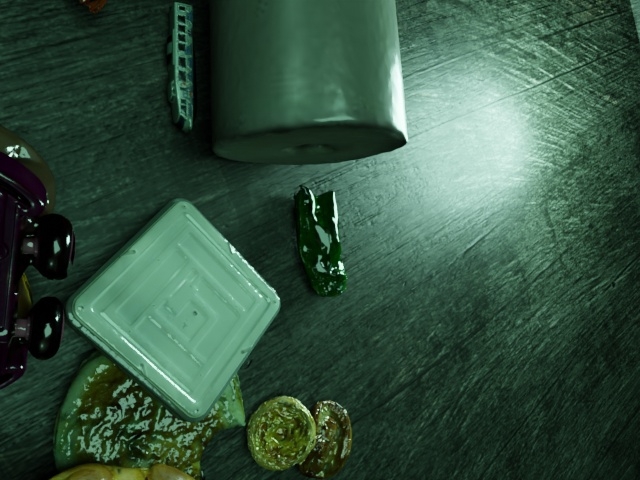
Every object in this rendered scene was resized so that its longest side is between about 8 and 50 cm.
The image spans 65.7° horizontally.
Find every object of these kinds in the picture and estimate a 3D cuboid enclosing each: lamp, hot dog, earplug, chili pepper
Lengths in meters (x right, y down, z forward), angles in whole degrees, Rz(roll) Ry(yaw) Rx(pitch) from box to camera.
[{"bbox_3d":[-0.214,0.104,0.786,0.269,0.047,0.266,49,51,-18],"label":"lamp"},{"bbox_3d":[0.008,0.385,0.954,0.099,0.065,0.147,25,78,-20],"label":"hot dog"},{"bbox_3d":[-0.023,-0.337,0.802,0.313,0.313,0.393,-2,89,-32],"label":"earplug"},{"bbox_3d":[0.001,0.000,0.959,0.098,0.061,0.224,-13,98,-25],"label":"chili pepper"}]

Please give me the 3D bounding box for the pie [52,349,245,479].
[{"bbox_3d":[-0.262,0.285,0.783,0.303,0.067,0.302,1,88,-33],"label":"pie"}]

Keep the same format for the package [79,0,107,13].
[{"bbox_3d":[-0.319,-0.504,0.740,0.223,0.109,0.287,-34,104,-30],"label":"package"}]

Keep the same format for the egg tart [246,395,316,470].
[{"bbox_3d":[-0.072,0.350,0.905,0.129,0.049,0.128,3,71,-8],"label":"egg tart"}]

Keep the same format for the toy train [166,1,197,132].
[{"bbox_3d":[-0.232,-0.284,0.826,0.047,0.043,0.207,-1,90,-30],"label":"toy train"}]

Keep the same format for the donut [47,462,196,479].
[{"bbox_3d":[-0.252,0.406,0.585,0.318,0.299,0.149,13,101,-31],"label":"donut"}]

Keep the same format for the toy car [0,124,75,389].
[{"bbox_3d":[-0.452,0.008,0.594,0.272,0.240,0.340,8,113,-31],"label":"toy car"}]
